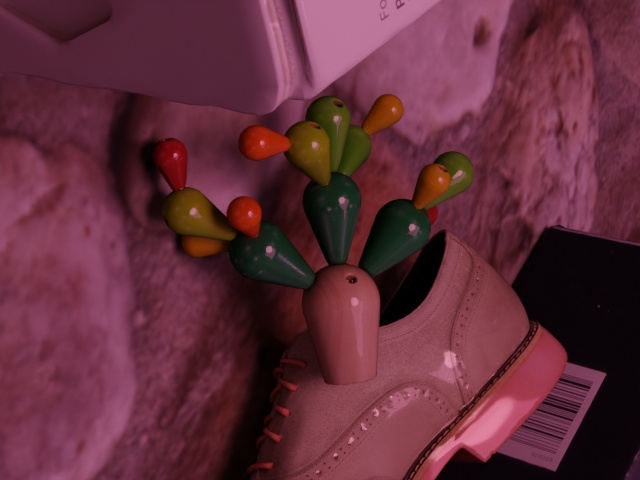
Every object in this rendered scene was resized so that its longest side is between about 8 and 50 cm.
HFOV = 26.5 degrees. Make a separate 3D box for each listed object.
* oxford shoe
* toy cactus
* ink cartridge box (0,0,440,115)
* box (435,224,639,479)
[{"bbox_3d":[-0.005,0.147,0.922,0.397,0.140,0.146,-40,98,-31],"label":"oxford shoe"},{"bbox_3d":[0.000,0.000,0.863,0.219,0.112,0.181,-8,93,-37],"label":"toy cactus"},{"bbox_3d":[-0.007,-0.233,0.661,0.384,0.279,0.160,-41,129,-36],"label":"ink cartridge box"},{"bbox_3d":[0.243,0.223,1.170,0.343,0.179,0.312,-57,138,-23],"label":"box"}]
